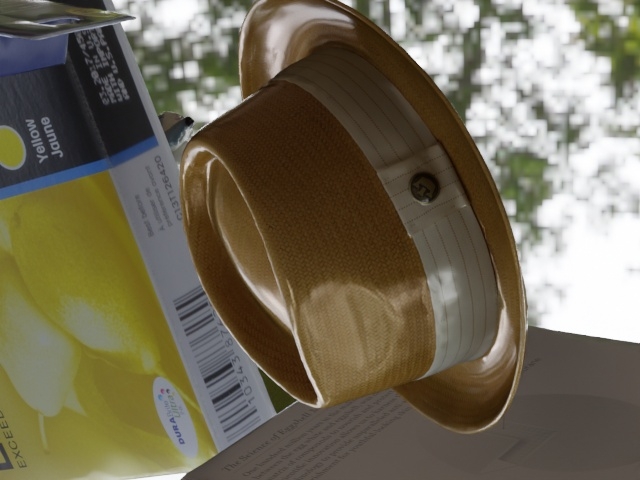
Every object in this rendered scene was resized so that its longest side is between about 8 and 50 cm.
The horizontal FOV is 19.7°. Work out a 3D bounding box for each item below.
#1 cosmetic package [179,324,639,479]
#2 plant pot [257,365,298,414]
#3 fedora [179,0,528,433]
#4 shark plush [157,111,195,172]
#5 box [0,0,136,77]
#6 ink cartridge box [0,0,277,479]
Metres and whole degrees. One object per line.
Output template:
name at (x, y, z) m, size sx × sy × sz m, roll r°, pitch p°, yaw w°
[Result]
cosmetic package at (0.092, 0.146, 0.897) m, size 0.225 × 0.138 × 0.224 m, roll 9°, pitch -155°, yaw 36°
plant pot at (0.082, 0.229, 1.631) m, size 0.275 × 0.274 × 0.293 m, roll -21°, pitch -164°, yaw -28°
fedora at (0.000, 0.000, 0.724) m, size 0.079 × 0.194 × 0.194 m, roll -27°, pitch -143°, yaw -24°
shark plush at (-0.164, -0.051, 1.643) m, size 0.067 × 0.073 × 0.161 m, roll 26°, pitch -110°, yaw 31°
box at (-0.216, -0.105, 0.887) m, size 0.225 × 0.036 × 0.136 m, roll 10°, pitch -167°, yaw 14°
ink cartridge box at (-0.206, 0.011, 1.153) m, size 0.307 × 0.303 × 0.072 m, roll -14°, pitch -167°, yaw 36°
